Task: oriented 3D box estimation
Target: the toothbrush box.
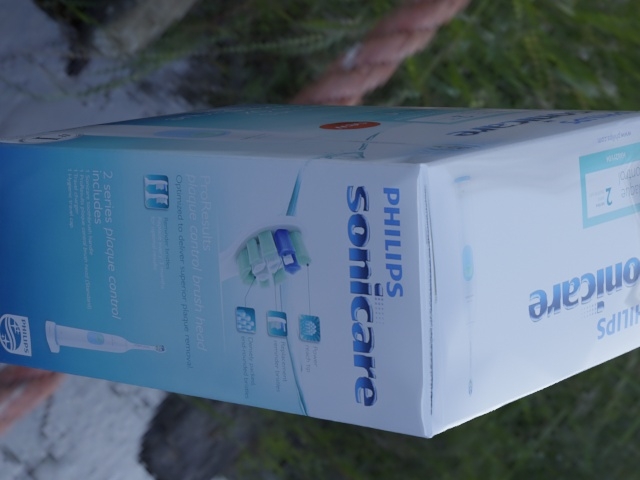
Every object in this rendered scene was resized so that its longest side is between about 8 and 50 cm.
[{"bbox_3d":[0.000,0.000,0.862,0.216,0.295,0.126,-14,105,-48],"label":"toothbrush box"}]
